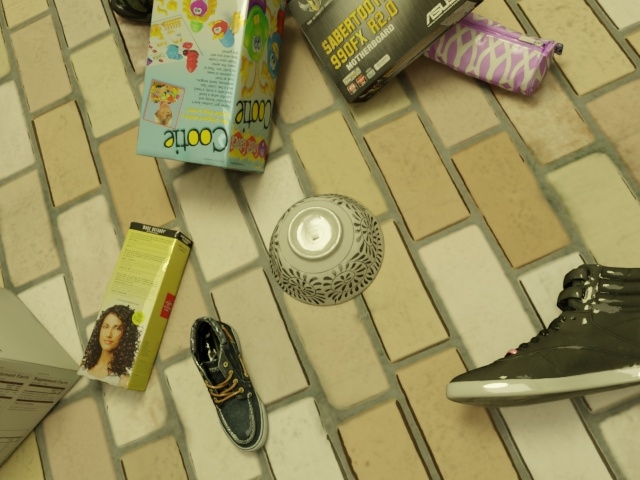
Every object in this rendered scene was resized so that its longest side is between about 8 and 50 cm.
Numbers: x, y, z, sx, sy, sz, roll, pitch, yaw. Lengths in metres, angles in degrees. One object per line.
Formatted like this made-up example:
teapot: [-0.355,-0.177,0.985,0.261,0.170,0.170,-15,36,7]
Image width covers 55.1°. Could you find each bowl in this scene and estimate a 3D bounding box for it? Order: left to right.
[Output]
bowl: [0.000,0.000,0.848,0.170,0.080,0.170,-3,72,10]

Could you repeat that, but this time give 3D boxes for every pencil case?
pencil case: [0.233,-0.280,0.882,0.206,0.088,0.086,26,78,20]

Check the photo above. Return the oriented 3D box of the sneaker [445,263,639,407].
sneaker: [0.286,0.113,0.742,0.296,0.104,0.146,-11,69,3]

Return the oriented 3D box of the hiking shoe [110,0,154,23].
hiking shoe: [-0.257,-0.441,1.026,0.227,0.114,0.086,-12,70,9]

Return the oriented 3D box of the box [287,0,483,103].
box: [0.084,-0.336,0.866,0.231,0.056,0.183,-35,83,35]

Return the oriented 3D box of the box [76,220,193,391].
box: [-0.264,0.093,0.888,0.087,0.058,0.232,10,75,15]

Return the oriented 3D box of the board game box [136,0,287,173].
board game box: [-0.151,-0.245,0.881,0.144,0.142,0.275,10,95,15]

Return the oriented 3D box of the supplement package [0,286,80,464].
supplement package: [-0.519,0.205,0.833,0.199,0.198,0.262,39,85,21]

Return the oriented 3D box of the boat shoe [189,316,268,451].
boat shoe: [-0.128,0.190,0.813,0.065,0.083,0.183,-24,69,4]
